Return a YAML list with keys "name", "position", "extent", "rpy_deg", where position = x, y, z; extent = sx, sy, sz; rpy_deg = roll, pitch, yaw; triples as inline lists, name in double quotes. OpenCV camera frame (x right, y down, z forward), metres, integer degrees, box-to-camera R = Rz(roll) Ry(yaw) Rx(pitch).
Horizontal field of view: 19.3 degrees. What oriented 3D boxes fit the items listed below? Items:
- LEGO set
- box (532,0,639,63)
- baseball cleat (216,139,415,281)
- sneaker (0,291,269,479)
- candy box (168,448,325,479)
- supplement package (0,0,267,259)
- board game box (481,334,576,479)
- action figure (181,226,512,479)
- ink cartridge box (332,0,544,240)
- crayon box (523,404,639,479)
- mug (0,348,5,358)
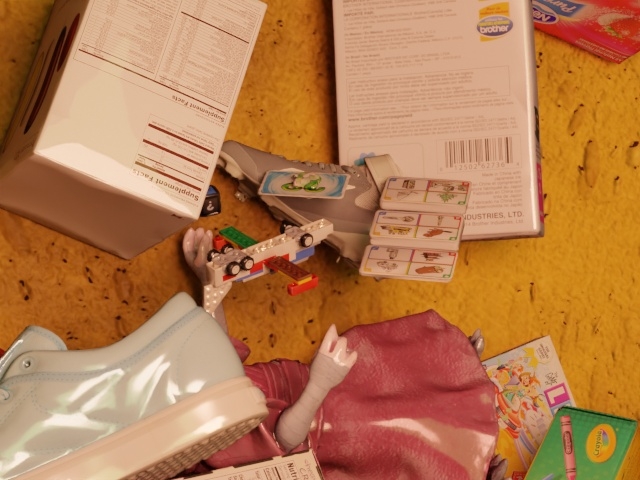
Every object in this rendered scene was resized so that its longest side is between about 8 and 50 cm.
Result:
- name: "LEGO set"
  position: [0.000, 0.000, 1.612]
  extent: [0.244, 0.182, 0.060]
  rpy_deg: [4, 118, 8]
- name: "box"
  position: [0.234, -0.290, 1.859]
  extent: [0.257, 0.128, 0.122]
  rpy_deg: [21, 64, -19]
- name: "baseball cleat"
  position: [0.006, -0.050, 1.719]
  extent: [0.206, 0.072, 0.109]
  rpy_deg: [35, 82, 9]
- name: "sneaker"
  position: [-0.232, 0.153, 1.471]
  extent: [0.366, 0.135, 0.150]
  rpy_deg: [-23, 74, -17]
- name: "candy box"
  position: [-0.123, 0.242, 1.486]
  extent: [0.233, 0.159, 0.071]
  rpy_deg: [-7, 67, -36]
- name: "supplement package"
  position: [-0.171, -0.117, 1.615]
  extent: [0.149, 0.194, 0.203]
  rpy_deg: [23, 71, -18]
- name: "board game box"
  position: [0.201, 0.180, 1.813]
  extent: [0.103, 0.026, 0.154]
  rpy_deg: [-20, 88, -26]
- name: "action figure"
  position: [-0.030, 0.157, 1.662]
  extent: [0.370, 0.248, 0.275]
  rpy_deg: [3, 112, -18]
- name: "ink cartridge box"
  position: [0.108, -0.151, 1.754]
  extent: [0.186, 0.065, 0.311]
  rpy_deg: [-4, 88, 14]
- name: "crayon box"
  position: [0.212, 0.306, 1.673]
  extent: [0.278, 0.081, 0.165]
  rpy_deg: [-58, 145, -37]
- name: "mug"
  position: [-0.273, 0.168, 1.549]
  extent: [0.169, 0.150, 0.113]
  rpy_deg: [9, 37, -26]
